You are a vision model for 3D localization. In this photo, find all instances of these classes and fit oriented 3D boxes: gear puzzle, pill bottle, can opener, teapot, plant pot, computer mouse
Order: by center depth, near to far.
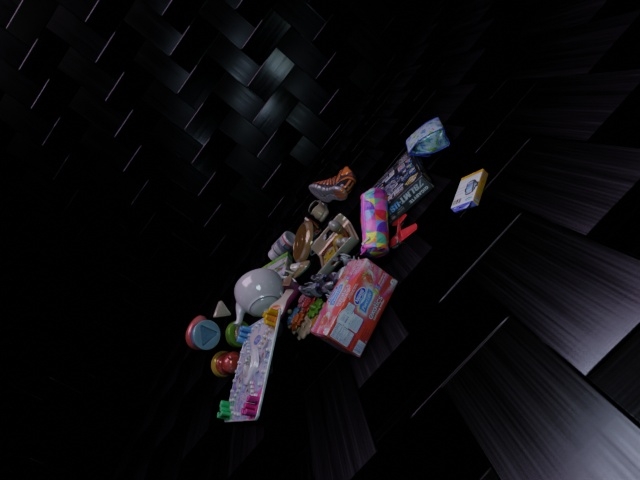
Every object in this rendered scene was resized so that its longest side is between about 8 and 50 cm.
[{"bbox_3d":[-0.057,0.288,1.593,0.176,0.044,0.339,-55,17,-7],"label":"gear puzzle"},{"bbox_3d":[-0.204,0.410,1.670,0.093,0.074,0.280,-11,32,5],"label":"can opener"},{"bbox_3d":[-0.266,0.264,1.933,0.256,0.252,0.187,-61,41,32],"label":"teapot"},{"bbox_3d":[0.000,0.000,2.013,0.193,0.042,0.106,-45,20,25],"label":"computer mouse"},{"bbox_3d":[-0.094,0.010,2.110,0.236,0.032,0.237,-168,90,-70],"label":"plant pot"},{"bbox_3d":[-0.218,0.041,2.401,0.180,0.108,0.108,-44,19,29],"label":"pill bottle"}]

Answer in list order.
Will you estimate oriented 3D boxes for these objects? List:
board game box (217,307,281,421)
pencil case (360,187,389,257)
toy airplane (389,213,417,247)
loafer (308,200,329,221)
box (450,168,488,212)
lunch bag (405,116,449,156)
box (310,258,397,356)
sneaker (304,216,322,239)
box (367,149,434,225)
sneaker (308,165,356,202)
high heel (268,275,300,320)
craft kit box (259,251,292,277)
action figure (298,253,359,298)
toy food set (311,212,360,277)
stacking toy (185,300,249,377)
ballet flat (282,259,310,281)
[{"bbox_3d":[-0.279,0.479,1.590,0.390,0.050,0.390,-38,35,54],"label":"board game box"},{"bbox_3d":[0.183,-0.059,1.411,0.104,0.104,0.237,-30,52,52],"label":"pencil case"},{"bbox_3d":[0.266,-0.033,1.393,0.151,0.028,0.151,-48,17,20],"label":"toy airplane"},{"bbox_3d":[-0.017,-0.181,2.327,0.102,0.092,0.268,-52,17,5],"label":"loafer"},{"bbox_3d":[0.423,-0.135,1.184,0.081,0.028,0.136,-24,36,59],"label":"box"},{"bbox_3d":[0.400,-0.381,1.576,0.151,0.096,0.129,-22,28,19],"label":"lunch bag"},{"bbox_3d":[0.099,0.193,1.223,0.257,0.128,0.122,-60,18,-18],"label":"box"},{"bbox_3d":[-0.061,-0.061,2.220,0.093,0.088,0.225,-55,15,9],"label":"sneaker"},{"bbox_3d":[0.277,-0.181,1.584,0.295,0.073,0.293,-45,20,24],"label":"box"},{"bbox_3d":[0.082,-0.308,2.261,0.321,0.125,0.180,13,58,49],"label":"sneaker"},{"bbox_3d":[-0.150,0.281,1.780,0.082,0.117,0.244,-4,51,27],"label":"high heel"},{"bbox_3d":[-0.265,0.193,2.215,0.249,0.061,0.247,-32,25,14],"label":"craft kit box"},{"bbox_3d":[0.048,0.144,1.515,0.285,0.099,0.185,-27,24,49],"label":"action figure"},{"bbox_3d":[0.046,0.015,1.775,0.220,0.092,0.306,-49,17,13],"label":"toy food set"},{"bbox_3d":[-0.438,0.445,1.926,0.130,0.309,0.280,-21,24,47],"label":"stacking toy"},{"bbox_3d":[-0.135,0.156,2.019,0.206,0.067,0.073,-46,16,21],"label":"ballet flat"}]
